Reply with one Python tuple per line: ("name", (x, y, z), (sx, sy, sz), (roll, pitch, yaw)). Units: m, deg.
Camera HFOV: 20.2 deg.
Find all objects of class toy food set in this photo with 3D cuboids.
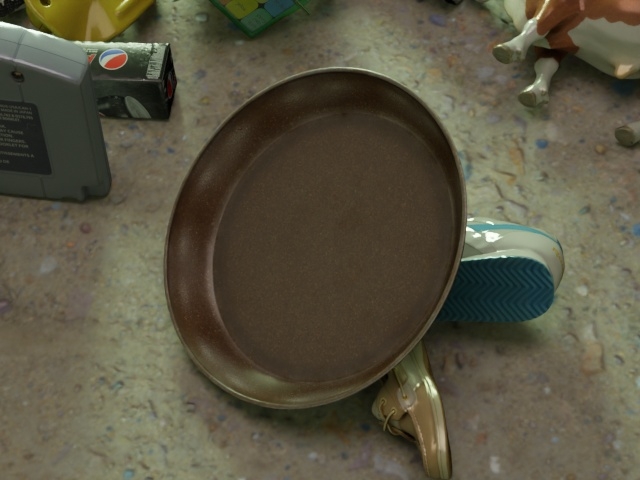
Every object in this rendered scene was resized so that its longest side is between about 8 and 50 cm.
("toy food set", (-0.233, -0.272, 1.872), (0.128, 0.071, 0.218), (41, 54, 0))

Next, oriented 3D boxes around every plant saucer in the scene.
("plant saucer", (0.000, 0.000, 1.583), (0.310, 0.050, 0.310), (-11, 69, 30))

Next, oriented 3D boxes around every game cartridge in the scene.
("game cartridge", (-0.351, -0.130, 1.690), (0.294, 0.196, 0.060), (7, 54, 8))

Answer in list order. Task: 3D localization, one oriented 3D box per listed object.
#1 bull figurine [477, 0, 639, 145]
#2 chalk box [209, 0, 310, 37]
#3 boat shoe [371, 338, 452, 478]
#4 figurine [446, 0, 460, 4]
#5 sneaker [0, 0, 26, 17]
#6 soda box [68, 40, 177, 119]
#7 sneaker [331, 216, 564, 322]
("bull figurine", (0.274, -0.207, 1.772), (0.310, 0.101, 0.188), (18, 57, 18))
("chalk box", (-0.070, -0.307, 1.826), (0.132, 0.132, 0.213), (-32, 51, 13))
("boat shoe", (0.073, 0.140, 1.543), (0.059, 0.063, 0.170), (-12, 43, -3))
("figurine", (0.105, -0.372, 1.924), (0.209, 0.092, 0.215), (26, 57, 26))
("sneaker", (-0.315, -0.263, 1.890), (0.109, 0.040, 0.044), (-21, 14, -28))
("soda box", (-0.232, -0.162, 1.793), (0.169, 0.060, 0.053), (3, 51, 7))
("sneaker", (0.107, 0.022, 1.624), (0.228, 0.087, 0.092), (7, 25, 17))
